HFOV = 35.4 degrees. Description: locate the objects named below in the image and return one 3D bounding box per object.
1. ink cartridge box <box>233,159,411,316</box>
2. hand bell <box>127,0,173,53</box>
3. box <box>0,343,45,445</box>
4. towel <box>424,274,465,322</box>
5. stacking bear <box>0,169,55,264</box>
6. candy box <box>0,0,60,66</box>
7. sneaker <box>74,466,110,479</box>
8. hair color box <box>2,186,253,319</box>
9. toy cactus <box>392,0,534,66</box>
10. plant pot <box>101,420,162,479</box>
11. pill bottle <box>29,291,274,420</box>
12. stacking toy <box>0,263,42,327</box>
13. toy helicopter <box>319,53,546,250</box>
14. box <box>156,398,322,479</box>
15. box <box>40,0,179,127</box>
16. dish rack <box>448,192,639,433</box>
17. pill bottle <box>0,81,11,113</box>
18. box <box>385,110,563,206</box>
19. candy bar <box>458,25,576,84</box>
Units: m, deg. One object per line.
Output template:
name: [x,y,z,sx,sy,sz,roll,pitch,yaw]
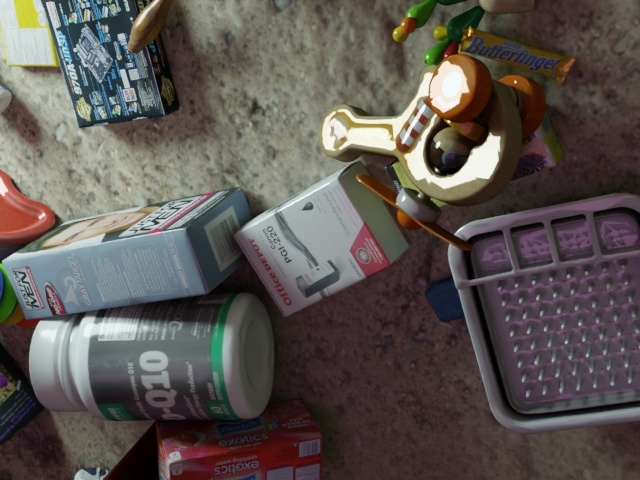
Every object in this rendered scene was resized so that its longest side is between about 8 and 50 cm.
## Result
ink cartridge box: [0.000,0.000,1.527,0.217,0.092,0.159,-27,98,34]
hand bell: [-0.214,-0.364,1.453,0.126,0.126,0.242,44,123,3]
box: [-0.696,0.277,1.946,0.165,0.143,0.270,-28,98,34]
towel: [0.220,0.078,1.492,0.119,0.029,0.067,-22,101,30]
stacking bear: [-0.621,0.039,1.809,0.175,0.164,0.289,38,127,7]
candy box: [-0.480,-0.386,1.629,0.105,0.027,0.206,6,113,26]
sneaker: [-0.404,0.560,1.956,0.235,0.094,0.153,33,113,-2]
hair color box: [-0.305,0.022,1.626,0.374,0.185,0.114,-10,108,28]
toy cactus: [0.188,-0.326,1.303,0.180,0.112,0.219,8,106,12]
plant pot: [-0.243,0.503,1.775,0.267,0.267,0.236,31,135,11]
pill bottle: [-0.272,0.192,1.639,0.360,0.204,0.204,-4,110,16]
stacking toy: [-0.539,0.088,1.687,0.141,0.330,0.141,-12,71,36]
toy helicopter: [0.121,-0.120,1.353,0.355,0.140,0.235,12,92,49]
box: [-0.134,0.361,1.650,0.256,0.122,0.128,-7,115,-17]
box: [-0.331,-0.295,1.582,0.175,0.051,0.220,-5,109,27]
dish rack: [0.349,0.099,1.398,0.285,0.072,0.333,-12,106,19]
pill bottle: [-0.599,-0.272,1.705,0.137,0.078,0.078,47,123,1]
box: [0.212,-0.110,1.398,0.232,0.058,0.087,-21,100,32]
candy bar: [0.254,-0.242,1.308,0.161,0.018,0.040,13,124,-16]
